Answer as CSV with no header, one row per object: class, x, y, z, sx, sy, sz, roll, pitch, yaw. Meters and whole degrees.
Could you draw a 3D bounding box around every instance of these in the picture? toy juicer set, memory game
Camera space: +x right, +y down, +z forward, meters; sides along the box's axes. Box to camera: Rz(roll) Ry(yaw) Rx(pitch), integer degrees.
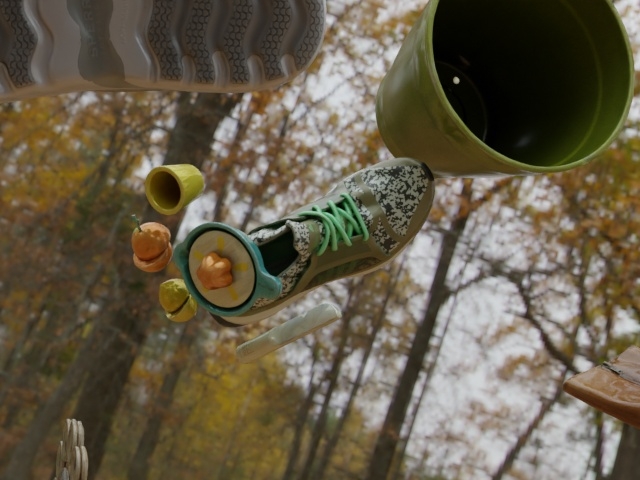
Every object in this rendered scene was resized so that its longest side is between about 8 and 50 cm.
toy juicer set,-0.151,0.065,1.510,0.329,0.089,0.209,44,-58,12
memory game,-0.209,0.238,0.892,0.012,0.186,0.186,5,-12,-19

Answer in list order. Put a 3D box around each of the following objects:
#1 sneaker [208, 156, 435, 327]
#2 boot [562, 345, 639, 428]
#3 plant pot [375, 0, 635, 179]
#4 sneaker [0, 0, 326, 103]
sneaker,0.000,0.000,1.650,0.158,0.410,0.182,58,-3,7
boot,0.418,0.228,1.332,0.280,0.264,0.096,31,-48,40
plant pot,0.264,-0.251,1.817,0.367,0.366,0.353,25,-18,-15
sneaker,-0.139,-0.120,0.589,0.281,0.105,0.115,9,7,-2
